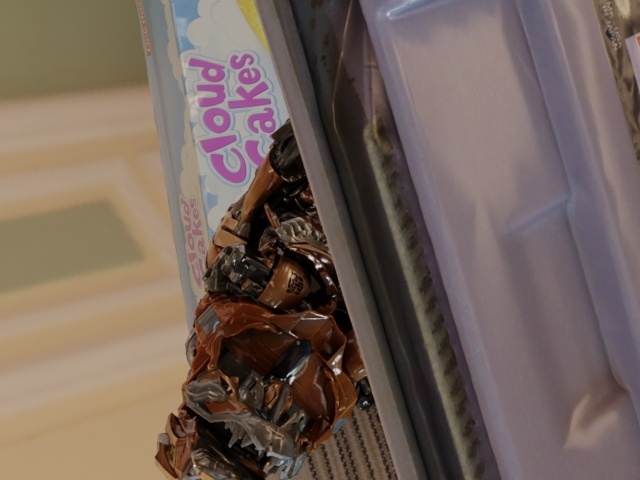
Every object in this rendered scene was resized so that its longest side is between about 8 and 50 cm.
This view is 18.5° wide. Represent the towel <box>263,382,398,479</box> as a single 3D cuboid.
[{"bbox_3d":[0.110,0.137,0.992,0.056,0.312,0.324,37,-146,-56],"label":"towel"}]

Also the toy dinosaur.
[{"bbox_3d":[0.000,0.000,0.982,0.164,0.218,0.322,27,-144,-29],"label":"toy dinosaur"}]

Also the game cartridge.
[{"bbox_3d":[0.090,0.014,0.673,0.230,0.068,0.355,-26,-79,-53],"label":"game cartridge"}]

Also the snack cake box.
[{"bbox_3d":[-0.027,-0.067,1.327,0.152,0.089,0.264,-10,-87,-20],"label":"snack cake box"}]
